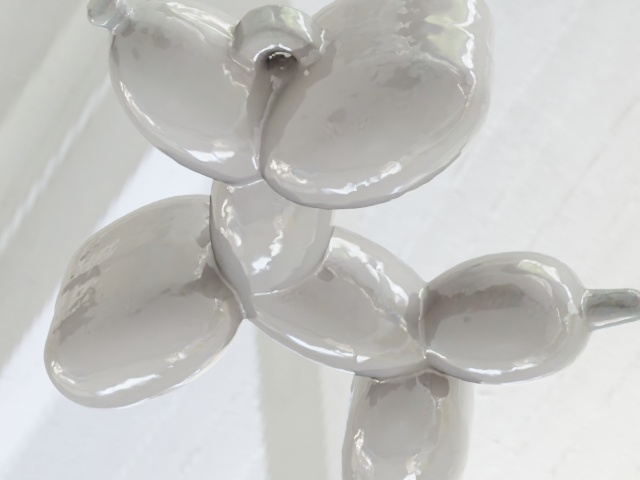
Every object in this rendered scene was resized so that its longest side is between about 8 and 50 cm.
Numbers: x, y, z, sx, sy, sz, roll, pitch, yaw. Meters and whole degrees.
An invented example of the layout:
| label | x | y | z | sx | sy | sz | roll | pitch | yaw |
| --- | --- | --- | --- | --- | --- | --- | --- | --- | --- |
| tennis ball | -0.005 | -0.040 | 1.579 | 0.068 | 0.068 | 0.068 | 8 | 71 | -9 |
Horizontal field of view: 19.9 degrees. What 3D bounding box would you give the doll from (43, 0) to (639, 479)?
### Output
| label | x | y | z | sx | sy | sz | roll | pitch | yaw |
| --- | --- | --- | --- | --- | --- | --- | --- | --- | --- |
| doll | 0.000 | 0.000 | 0.461 | 0.160 | 0.161 | 0.059 | -50 | -160 | 43 |
